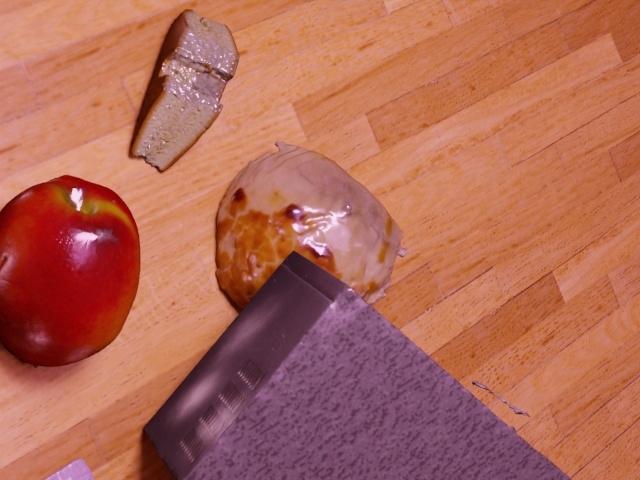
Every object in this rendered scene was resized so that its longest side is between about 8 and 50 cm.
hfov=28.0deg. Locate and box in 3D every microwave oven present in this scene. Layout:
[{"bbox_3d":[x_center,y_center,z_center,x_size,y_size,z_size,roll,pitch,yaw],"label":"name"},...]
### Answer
[{"bbox_3d":[0.046,0.284,1.622,0.432,0.236,0.374,41,87,-20],"label":"microwave oven"}]

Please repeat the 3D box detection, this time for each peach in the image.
[{"bbox_3d":[-0.314,0.041,1.538,0.196,0.226,0.190,24,27,3],"label":"peach"}]

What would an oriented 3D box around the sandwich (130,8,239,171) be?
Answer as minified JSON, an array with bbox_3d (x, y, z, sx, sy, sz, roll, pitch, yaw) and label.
[{"bbox_3d":[-0.175,-0.213,1.711,0.090,0.088,0.244,29,66,-26],"label":"sandwich"}]

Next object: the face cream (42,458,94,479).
[{"bbox_3d":[-0.277,0.412,1.534,0.154,0.096,0.274,-31,88,-34],"label":"face cream"}]

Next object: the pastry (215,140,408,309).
[{"bbox_3d":[-0.008,-0.001,1.754,0.256,0.170,0.237,46,55,-16],"label":"pastry"}]
